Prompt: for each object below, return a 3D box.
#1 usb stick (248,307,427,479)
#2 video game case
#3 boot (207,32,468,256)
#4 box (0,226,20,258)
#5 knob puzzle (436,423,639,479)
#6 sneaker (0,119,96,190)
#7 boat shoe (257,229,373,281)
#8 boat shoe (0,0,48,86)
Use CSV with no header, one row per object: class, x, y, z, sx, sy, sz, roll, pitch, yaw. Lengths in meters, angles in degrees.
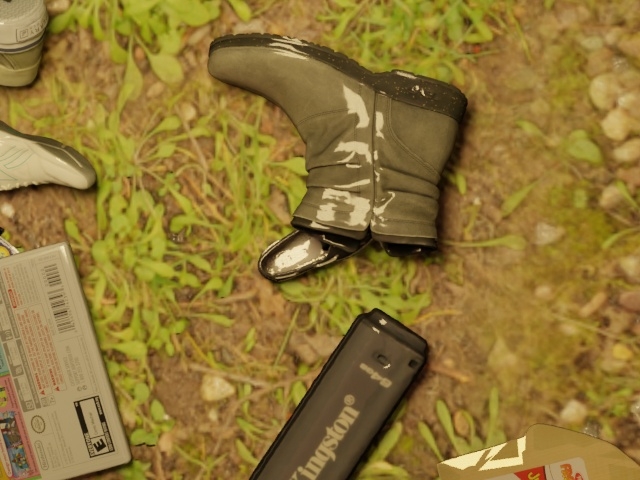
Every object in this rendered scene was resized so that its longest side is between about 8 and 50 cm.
usb stick,-0.004,0.190,1.436,0.077,0.045,0.278,34,93,8
video game case,-0.293,0.126,1.464,0.193,0.023,0.212,-15,96,2
boot,0.000,-0.082,1.411,0.247,0.083,0.161,16,80,6
box,-0.397,-0.005,1.496,0.225,0.036,0.136,40,94,6
knob puzzle,0.217,0.254,1.412,0.213,0.030,0.213,0,88,8
sneaker,-0.277,-0.071,1.480,0.152,0.054,0.061,20,100,14
boat shoe,0.000,0.000,1.444,0.125,0.038,0.046,-23,86,6
boat shoe,-0.389,-0.224,1.472,0.302,0.109,0.094,25,134,15
